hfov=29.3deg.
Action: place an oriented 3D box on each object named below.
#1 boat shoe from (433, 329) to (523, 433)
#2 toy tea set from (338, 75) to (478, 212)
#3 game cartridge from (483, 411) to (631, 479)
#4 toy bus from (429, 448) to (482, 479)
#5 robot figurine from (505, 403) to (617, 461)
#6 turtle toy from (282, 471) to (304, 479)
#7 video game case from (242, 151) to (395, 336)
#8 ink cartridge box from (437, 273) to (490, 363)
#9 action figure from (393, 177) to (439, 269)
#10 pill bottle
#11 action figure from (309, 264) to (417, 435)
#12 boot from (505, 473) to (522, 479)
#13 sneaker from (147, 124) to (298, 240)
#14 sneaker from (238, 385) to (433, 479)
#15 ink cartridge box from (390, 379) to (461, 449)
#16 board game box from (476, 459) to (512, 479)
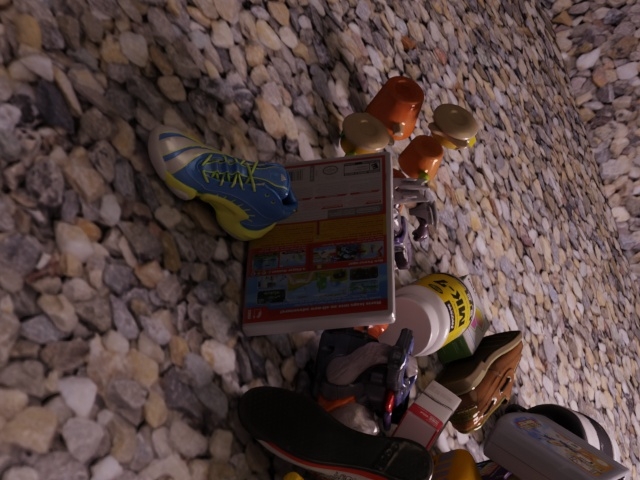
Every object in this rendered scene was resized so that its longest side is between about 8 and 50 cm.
[{"bbox_3d":[0.289,0.251,2.195,0.307,0.110,0.104,-29,102,-54],"label":"boat shoe"},{"bbox_3d":[0.126,-0.153,2.151,0.200,0.124,0.336,37,46,8],"label":"toy tea set"},{"bbox_3d":[0.369,0.342,1.928,0.198,0.062,0.297,35,11,23],"label":"game cartridge"},{"bbox_3d":[0.162,0.387,1.749,0.332,0.130,0.108,-40,108,-76],"label":"toy bus"},{"bbox_3d":[0.454,0.406,2.322,0.278,0.173,0.209,26,54,-55],"label":"robot figurine"},{"bbox_3d":[-0.038,0.355,1.504,0.095,0.066,0.130,53,31,-28],"label":"turtle toy"},{"bbox_3d":[0.000,0.000,1.685,0.025,0.204,0.285,73,15,-50],"label":"video game case"},{"bbox_3d":[0.256,0.134,2.247,0.109,0.062,0.209,65,25,-7],"label":"ink cartridge box"},{"bbox_3d":[0.090,-0.034,1.875,0.285,0.185,0.099,63,35,-75],"label":"action figure"},{"bbox_3d":[0.172,0.125,2.024,0.208,0.119,0.119,-19,89,-64],"label":"pill bottle"},{"bbox_3d":[0.052,0.163,1.788,0.341,0.178,0.330,85,7,-60],"label":"action figure"},{"bbox_3d":[0.235,0.471,1.813,0.090,0.207,0.248,39,33,-11],"label":"boot"},{"bbox_3d":[-0.116,-0.091,1.604,0.240,0.126,0.091,40,38,-47],"label":"sneaker"},{"bbox_3d":[0.000,0.286,1.605,0.270,0.145,0.090,21,54,-11],"label":"sneaker"},{"bbox_3d":[0.147,0.277,1.795,0.056,0.099,0.135,33,23,11],"label":"ink cartridge box"},{"bbox_3d":[0.264,0.396,1.983,0.170,0.141,0.048,-14,84,-65],"label":"board game box"}]
